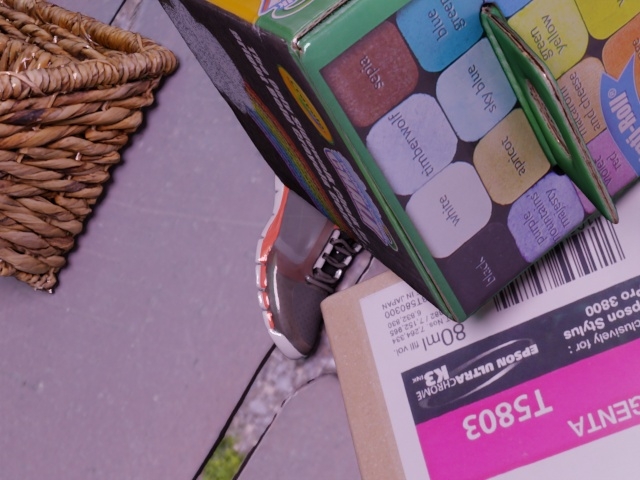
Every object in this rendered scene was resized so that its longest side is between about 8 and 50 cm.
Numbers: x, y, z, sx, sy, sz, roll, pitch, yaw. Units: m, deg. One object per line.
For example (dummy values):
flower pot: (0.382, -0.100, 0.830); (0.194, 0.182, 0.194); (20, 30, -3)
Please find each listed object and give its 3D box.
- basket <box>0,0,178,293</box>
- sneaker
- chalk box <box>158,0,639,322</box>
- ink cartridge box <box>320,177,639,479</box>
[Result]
basket: (-0.310, -0.131, 0.880); (0.299, 0.213, 0.223); (27, 88, 35)
sneaker: (0.000, 0.000, 0.738); (0.064, 0.061, 0.158); (-3, 71, 24)
chalk box: (0.064, -0.098, 0.582); (0.179, 0.180, 0.289); (-39, 33, -8)
ink cartridge box: (0.134, 0.083, 0.605); (0.234, 0.088, 0.193); (-26, 59, 20)
